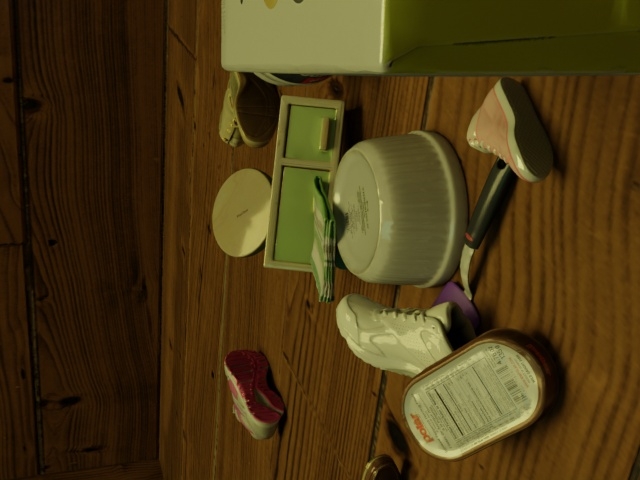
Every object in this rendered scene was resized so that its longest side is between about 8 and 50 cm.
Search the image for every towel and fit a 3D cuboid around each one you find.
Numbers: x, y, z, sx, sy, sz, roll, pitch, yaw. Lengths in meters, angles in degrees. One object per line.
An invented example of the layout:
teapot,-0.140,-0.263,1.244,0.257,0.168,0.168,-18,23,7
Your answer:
towel,0.000,0.000,1.167,0.113,0.023,0.152,-108,14,-51

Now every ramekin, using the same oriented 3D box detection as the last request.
ramekin,0.094,-0.038,1.061,0.207,0.109,0.207,176,90,-70

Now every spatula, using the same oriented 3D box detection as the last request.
spatula,0.176,0.023,0.955,0.084,0.030,0.297,-122,34,-46

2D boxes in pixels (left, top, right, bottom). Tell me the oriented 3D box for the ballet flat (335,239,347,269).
ballet flat,0.043,-0.026,1.290,0.052,0.057,0.168,-99,18,-46

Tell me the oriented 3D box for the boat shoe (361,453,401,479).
boat shoe,0.098,0.395,1.194,0.060,0.064,0.178,-143,46,-59

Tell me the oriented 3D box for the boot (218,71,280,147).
boot,-0.161,-0.259,1.764,0.203,0.095,0.262,114,148,-52

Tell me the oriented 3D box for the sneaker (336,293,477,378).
sneaker,0.122,0.109,0.969,0.232,0.090,0.115,30,119,28

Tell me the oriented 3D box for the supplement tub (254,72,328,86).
supplement tub,-0.014,-0.334,1.195,0.272,0.191,0.191,175,91,-71

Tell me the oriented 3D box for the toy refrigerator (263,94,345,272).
toy refrigerator,-0.024,-0.086,1.299,0.094,0.102,0.270,43,-126,-87

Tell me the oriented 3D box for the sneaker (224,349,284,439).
sneaker,-0.160,0.349,1.850,0.252,0.102,0.111,-117,32,-50

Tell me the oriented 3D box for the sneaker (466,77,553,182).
sneaker,0.192,-0.099,0.846,0.070,0.051,0.134,-50,37,43

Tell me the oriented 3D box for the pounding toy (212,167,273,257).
pounding toy,-0.103,-0.049,1.669,0.236,0.110,0.183,3,84,41

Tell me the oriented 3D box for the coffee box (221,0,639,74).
coffee box,0.131,-0.286,0.574,0.334,0.338,0.338,-150,58,-66

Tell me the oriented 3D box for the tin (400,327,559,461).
tin,0.164,0.166,0.874,0.189,0.040,0.106,-40,71,35
